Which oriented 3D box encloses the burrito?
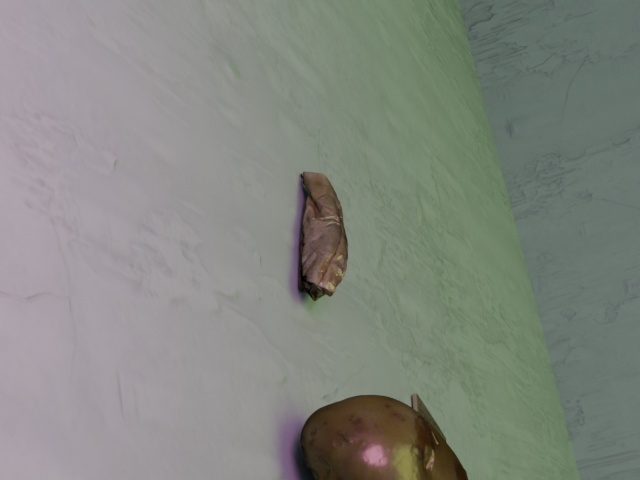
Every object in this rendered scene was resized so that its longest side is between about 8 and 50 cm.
[{"bbox_3d":[0.001,-0.002,1.470,0.058,0.063,0.229,19,33,-18],"label":"burrito"}]

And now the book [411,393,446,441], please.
[{"bbox_3d":[0.156,0.314,1.704,0.172,0.012,0.118,-89,154,-46],"label":"book"}]

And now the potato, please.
[{"bbox_3d":[0.076,0.271,1.266,0.262,0.165,0.165,58,22,-25],"label":"potato"}]
